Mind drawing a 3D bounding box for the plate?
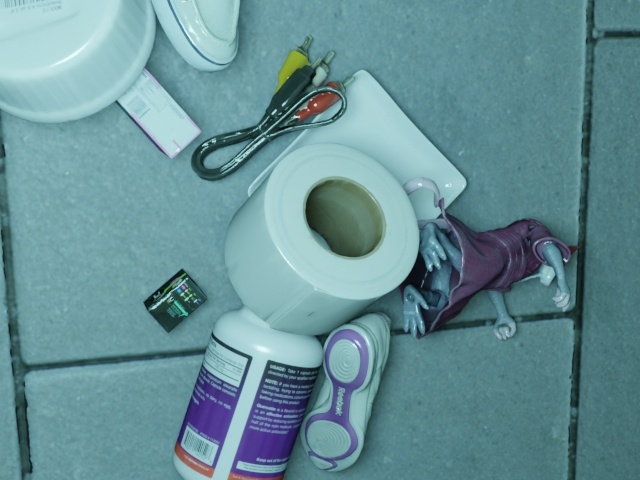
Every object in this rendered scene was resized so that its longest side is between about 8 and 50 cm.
[{"bbox_3d":[0.059,-0.090,1.651,0.278,0.045,0.277,-47,112,-4],"label":"plate"}]

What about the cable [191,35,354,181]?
[{"bbox_3d":[-0.066,-0.180,1.572,0.139,0.072,0.287,44,94,10],"label":"cable"}]

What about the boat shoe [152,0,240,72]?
[{"bbox_3d":[-0.151,-0.427,1.401,0.136,0.157,0.367,-5,84,-48],"label":"boat shoe"}]

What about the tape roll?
[{"bbox_3d":[0.000,0.000,1.481,0.246,0.169,0.246,12,62,-23],"label":"tape roll"}]

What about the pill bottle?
[{"bbox_3d":[-0.106,0.235,1.593,0.182,0.181,0.322,17,96,-20],"label":"pill bottle"}]

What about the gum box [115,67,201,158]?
[{"bbox_3d":[-0.268,-0.214,1.484,0.062,0.107,0.188,-43,111,-5],"label":"gum box"}]

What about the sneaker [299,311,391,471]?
[{"bbox_3d":[0.058,0.256,1.684,0.114,0.152,0.305,26,119,19],"label":"sneaker"}]

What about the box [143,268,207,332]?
[{"bbox_3d":[-0.229,0.094,1.587,0.083,0.062,0.052,-42,109,-6],"label":"box"}]

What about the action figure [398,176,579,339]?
[{"bbox_3d":[0.277,0.030,1.688,0.370,0.248,0.275,-16,75,-36],"label":"action figure"}]

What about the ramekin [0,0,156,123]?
[{"bbox_3d":[-0.372,-0.310,1.351,0.277,0.135,0.277,-1,77,4],"label":"ramekin"}]
